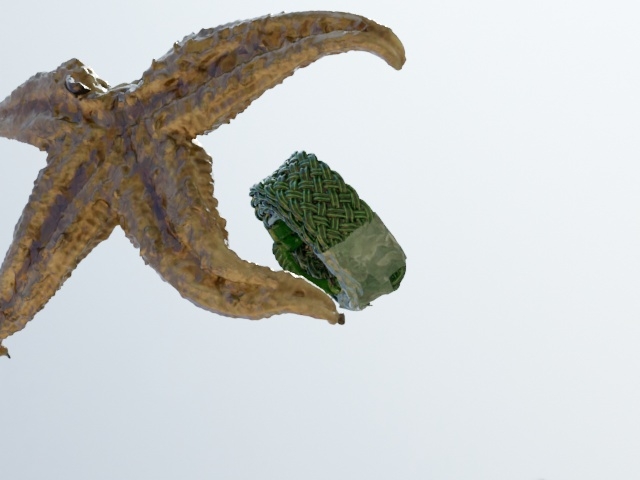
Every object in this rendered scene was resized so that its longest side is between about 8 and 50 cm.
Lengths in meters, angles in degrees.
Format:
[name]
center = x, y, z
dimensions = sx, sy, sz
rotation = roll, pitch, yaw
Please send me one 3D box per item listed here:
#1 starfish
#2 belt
[starfish]
center = -0.074, -0.022, 0.528
dimensions = 0.050, 0.248, 0.138
rotation = 1, -97, -55
[belt]
center = 0.000, 0.000, 1.031
dimensions = 0.151, 0.121, 0.079
rotation = 46, -105, -2
